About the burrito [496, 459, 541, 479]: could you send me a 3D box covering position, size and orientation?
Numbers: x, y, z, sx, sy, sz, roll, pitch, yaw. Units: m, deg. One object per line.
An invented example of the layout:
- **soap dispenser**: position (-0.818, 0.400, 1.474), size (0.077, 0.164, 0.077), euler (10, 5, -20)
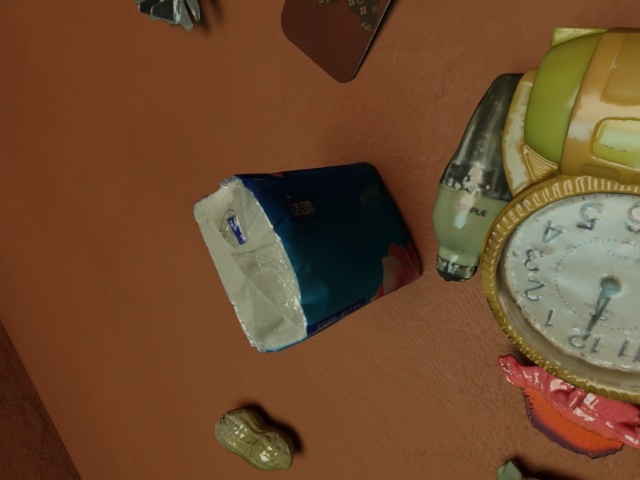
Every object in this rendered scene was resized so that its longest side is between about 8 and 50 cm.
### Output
- **burrito**: position (0.360, 0.357, 0.495), size (0.310, 0.066, 0.095), euler (8, 112, 39)

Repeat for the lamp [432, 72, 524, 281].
- **lamp**: position (0.190, -0.069, 0.504), size (0.101, 0.101, 0.249), euler (23, 112, 34)

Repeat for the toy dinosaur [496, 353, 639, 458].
- **toy dinosaur**: position (0.337, 0.226, 0.492), size (0.286, 0.070, 0.138), euler (29, 129, 28)

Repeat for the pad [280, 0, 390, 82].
- **pad**: position (0.034, -0.376, 0.591), size (0.181, 0.004, 0.267), euler (47, 135, 19)

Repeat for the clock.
- **clock**: position (0.289, -0.014, 0.385), size (0.244, 0.200, 0.316), euler (24, 124, 37)

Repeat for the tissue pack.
- **tissue pack**: position (0.000, 0.000, 0.567), size (0.137, 0.270, 0.209), euler (-32, 80, 41)

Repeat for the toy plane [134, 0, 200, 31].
- **toy plane**: position (-0.257, -0.533, 0.773), size (0.212, 0.088, 0.267), euler (29, 110, 30)

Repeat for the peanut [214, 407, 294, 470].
- **peanut**: position (-0.141, 0.425, 0.916), size (0.215, 0.090, 0.098), euler (12, 79, 36)
